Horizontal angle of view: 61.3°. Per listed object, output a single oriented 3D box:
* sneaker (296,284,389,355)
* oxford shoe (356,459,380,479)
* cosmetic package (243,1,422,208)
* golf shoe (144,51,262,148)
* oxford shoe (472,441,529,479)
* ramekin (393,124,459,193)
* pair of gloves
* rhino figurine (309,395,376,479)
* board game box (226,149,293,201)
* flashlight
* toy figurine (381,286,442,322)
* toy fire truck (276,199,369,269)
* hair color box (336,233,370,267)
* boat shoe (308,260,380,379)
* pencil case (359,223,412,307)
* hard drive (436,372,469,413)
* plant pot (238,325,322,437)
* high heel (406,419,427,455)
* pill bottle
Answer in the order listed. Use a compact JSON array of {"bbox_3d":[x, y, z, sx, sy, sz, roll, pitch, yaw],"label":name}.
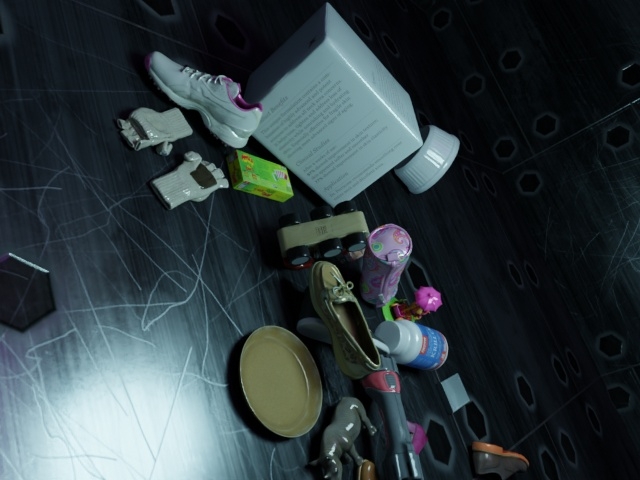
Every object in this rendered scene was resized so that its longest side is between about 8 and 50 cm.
[{"bbox_3d":[0.068,0.197,1.362,0.295,0.104,0.147,29,48,-32],"label":"sneaker"},{"bbox_3d":[0.139,0.584,1.178,0.076,0.076,0.212,9,55,-48],"label":"oxford shoe"},{"bbox_3d":[0.031,-0.377,1.535,0.393,0.329,0.327,41,29,-26],"label":"cosmetic package"},{"bbox_3d":[-0.273,-0.363,1.304,0.306,0.140,0.115,38,29,-20],"label":"golf shoe"},{"bbox_3d":[0.546,0.689,1.651,0.271,0.097,0.098,29,63,-33],"label":"oxford shoe"},{"bbox_3d":[0.400,-0.325,2.104,0.127,0.273,0.273,34,39,-15],"label":"ramekin"},{"bbox_3d":[-0.325,-0.196,1.206,0.240,0.042,0.204,59,33,2],"label":"pair of gloves"},{"bbox_3d":[0.045,0.439,1.168,0.106,0.073,0.243,57,34,-12],"label":"rhino figurine"},{"bbox_3d":[-0.156,-0.165,1.408,0.181,0.043,0.092,13,54,-49],"label":"board game box"},{"bbox_3d":[0.162,0.427,1.280,0.103,0.103,0.304,55,20,-48],"label":"flashlight"},{"bbox_3d":[0.297,0.199,1.623,0.173,0.159,0.130,13,54,-50],"label":"toy figurine"},{"bbox_3d":[0.000,0.000,1.395,0.246,0.217,0.158,91,-16,-67],"label":"toy fire truck"},{"bbox_3d":[0.096,0.010,1.601,0.167,0.053,0.093,-26,87,-56],"label":"hair color box"},{"bbox_3d":[0.060,0.169,1.235,0.104,0.089,0.285,-9,70,-42],"label":"boat shoe"},{"bbox_3d":[0.172,0.075,1.466,0.124,0.284,0.124,1,58,-2],"label":"pencil case"},{"bbox_3d":[0.415,0.476,1.686,0.135,0.022,0.094,-2,66,-54],"label":"hard drive"},{"bbox_3d":[-0.087,0.297,1.141,0.236,0.032,0.236,33,42,-35],"label":"plant pot"},{"bbox_3d":[0.224,0.550,1.316,0.117,0.082,0.244,37,25,-17],"label":"high heel"},{"bbox_3d":[0.253,0.292,1.521,0.221,0.124,0.124,23,47,-43],"label":"pill bottle"}]
